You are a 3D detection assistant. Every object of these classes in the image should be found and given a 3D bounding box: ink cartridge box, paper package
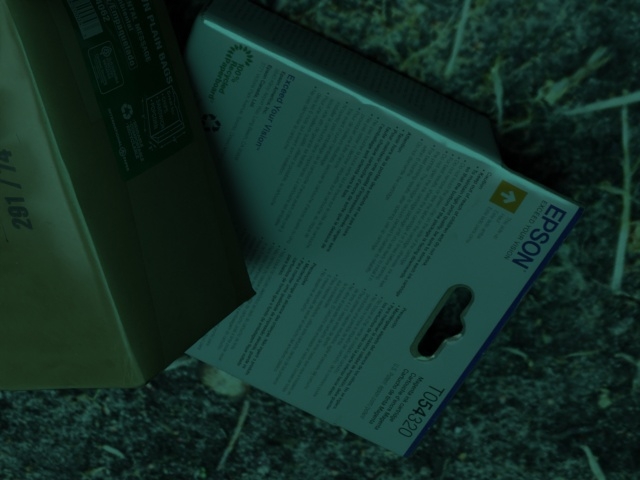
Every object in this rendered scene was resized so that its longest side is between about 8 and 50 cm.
[{"bbox_3d":[0.000,0.000,1.009,0.330,0.071,0.324,26,126,-5],"label":"ink cartridge box"},{"bbox_3d":[-0.248,-0.055,0.924,0.309,0.168,0.324,-5,112,29],"label":"paper package"}]
